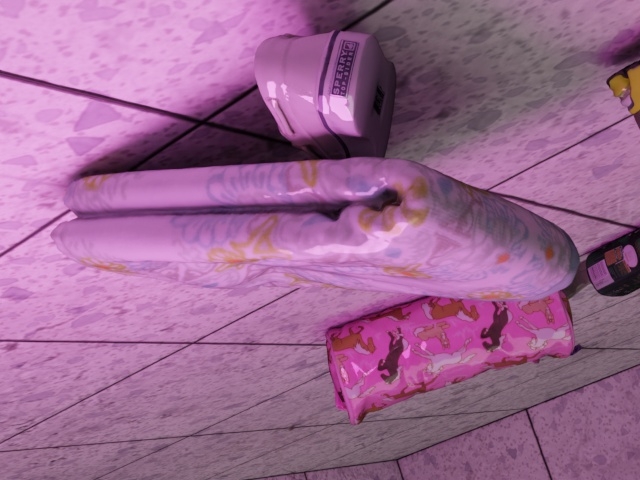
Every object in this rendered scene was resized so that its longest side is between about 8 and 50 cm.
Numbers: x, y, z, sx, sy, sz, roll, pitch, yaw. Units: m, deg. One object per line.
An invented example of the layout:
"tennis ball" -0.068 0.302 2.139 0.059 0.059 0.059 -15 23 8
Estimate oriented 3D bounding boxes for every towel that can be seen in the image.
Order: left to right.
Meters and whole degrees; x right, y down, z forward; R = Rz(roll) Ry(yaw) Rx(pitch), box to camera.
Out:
"towel" 0.000 0.000 1.013 0.375 0.090 0.321 -1 173 33

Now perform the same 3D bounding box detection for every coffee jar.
"coffee jar" 0.504 0.020 1.756 0.096 0.079 0.184 1 156 -37

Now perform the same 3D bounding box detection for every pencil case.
"pencil case" 0.195 0.159 1.764 0.386 0.167 0.160 -17 -165 -1

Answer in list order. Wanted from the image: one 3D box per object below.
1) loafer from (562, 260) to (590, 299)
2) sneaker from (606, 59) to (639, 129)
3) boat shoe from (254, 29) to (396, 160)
"loafer" 0.420 0.069 1.888 0.039 0.045 0.125 -8 158 -47
"sneaker" 0.421 -0.160 1.034 0.300 0.121 0.111 -23 -175 27
"boat shoe" 0.006 -0.105 0.905 0.088 0.096 0.267 11 180 10
